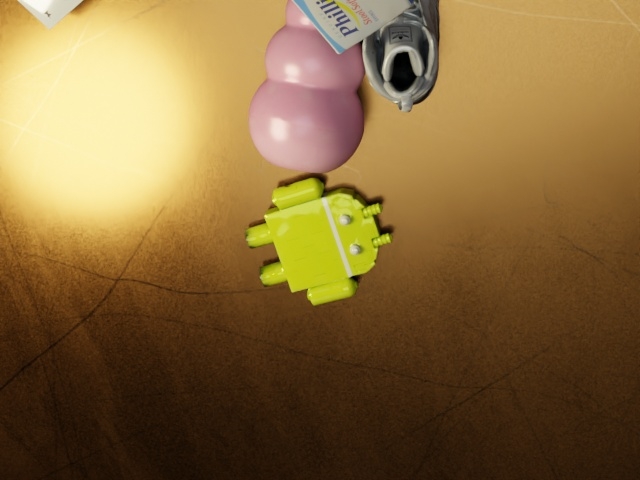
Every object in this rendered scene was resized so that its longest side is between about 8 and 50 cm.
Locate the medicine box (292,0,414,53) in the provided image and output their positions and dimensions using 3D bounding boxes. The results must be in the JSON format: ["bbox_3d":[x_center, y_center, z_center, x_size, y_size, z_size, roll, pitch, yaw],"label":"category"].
[{"bbox_3d":[-0.011,-0.483,1.486,0.149,0.289,0.263,-31,139,17],"label":"medicine box"}]

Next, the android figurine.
[{"bbox_3d":[0.000,0.000,1.867,0.272,0.056,0.248,-14,106,13],"label":"android figurine"}]

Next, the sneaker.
[{"bbox_3d":[0.141,-0.393,1.631,0.137,0.210,0.366,-2,108,7],"label":"sneaker"}]

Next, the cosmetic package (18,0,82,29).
[{"bbox_3d":[-0.431,-0.581,1.640,0.377,0.097,0.284,-35,123,22],"label":"cosmetic package"}]

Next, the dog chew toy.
[{"bbox_3d":[-0.011,-0.290,1.700,0.206,0.206,0.332,10,101,3],"label":"dog chew toy"}]
